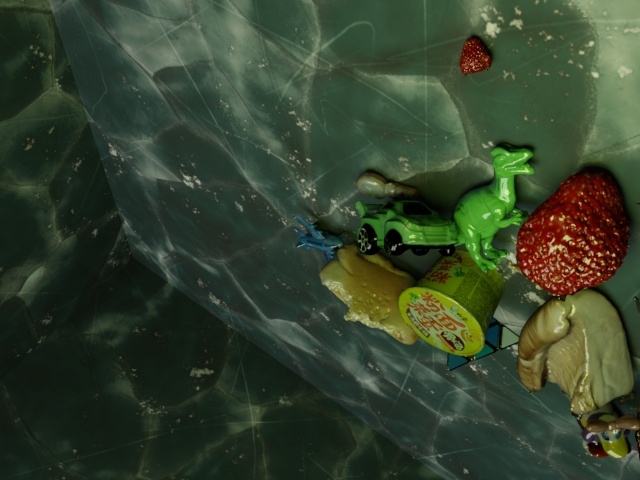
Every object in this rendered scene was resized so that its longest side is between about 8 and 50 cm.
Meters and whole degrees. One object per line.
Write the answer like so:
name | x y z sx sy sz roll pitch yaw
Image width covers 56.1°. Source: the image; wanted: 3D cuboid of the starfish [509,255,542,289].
starfish | 0.618 0.092 1.625 0.231 0.295 0.048 10 102 2

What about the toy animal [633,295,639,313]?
toy animal | 0.924 0.183 1.490 0.269 0.082 0.137 15 145 31

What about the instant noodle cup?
instant noodle cup | 0.430 0.188 1.921 0.311 0.221 0.311 29 148 21

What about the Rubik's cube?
Rubik's cube | 0.479 0.294 2.078 0.284 0.250 0.234 -6 107 58

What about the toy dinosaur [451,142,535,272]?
toy dinosaur | 0.391 -0.104 1.709 0.500 0.144 0.374 18 129 50

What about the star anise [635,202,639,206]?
star anise | 0.794 -0.061 1.337 0.129 0.056 0.124 44 150 -4

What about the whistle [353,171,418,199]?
whistle | 0.203 -0.167 1.884 0.220 0.057 0.107 14 156 32

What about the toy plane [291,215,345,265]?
toy plane | 0.000 0.000 2.286 0.271 0.105 0.254 0 131 48

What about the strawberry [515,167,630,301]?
strawberry | 0.609 -0.009 1.427 0.261 0.261 0.257 38 147 5

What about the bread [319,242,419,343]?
bread | 0.200 0.188 2.141 0.424 0.245 0.329 35 -171 15

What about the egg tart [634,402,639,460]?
egg tart | 1.032 0.584 1.789 0.171 0.215 0.215 -12 123 37

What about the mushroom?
mushroom | 0.720 0.285 1.778 0.313 0.224 0.397 25 139 62

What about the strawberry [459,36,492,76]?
strawberry | 0.349 -0.420 1.370 0.073 0.073 0.083 -3 116 50

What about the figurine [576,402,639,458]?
figurine | 0.878 0.564 1.848 0.154 0.421 0.193 -11 87 16

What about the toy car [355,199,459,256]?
toy car | 0.241 -0.041 1.767 0.358 0.213 0.176 180 91 -69
